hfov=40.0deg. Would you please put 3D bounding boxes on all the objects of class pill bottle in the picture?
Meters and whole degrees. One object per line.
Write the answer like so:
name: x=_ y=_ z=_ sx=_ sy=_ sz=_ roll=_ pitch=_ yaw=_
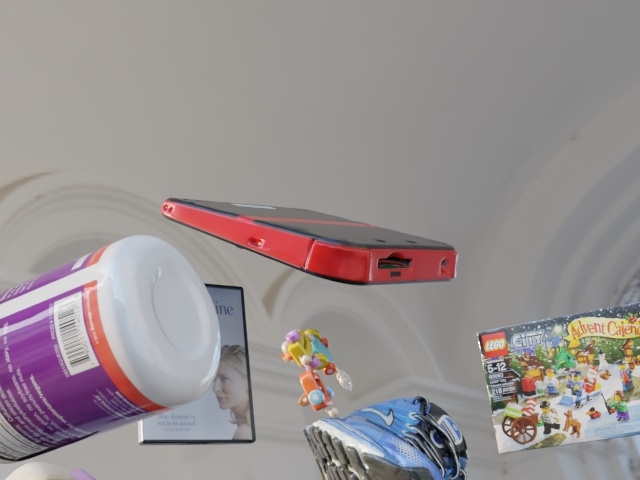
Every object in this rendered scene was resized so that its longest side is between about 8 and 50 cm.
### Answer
pill bottle: x=-0.280 y=0.126 z=0.934 sx=0.323 sy=0.181 sz=0.181 roll=-21 pitch=-28 yaw=20

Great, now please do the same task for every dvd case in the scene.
dvd case: x=-0.190 y=0.182 z=1.330 sx=0.181 sy=0.252 sz=0.022 roll=7 pitch=-27 yaw=-30

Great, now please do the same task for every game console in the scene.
game console: x=0.000 y=0.000 z=1.351 sx=0.342 sy=0.060 sz=0.387 roll=14 pitch=6 yaw=32

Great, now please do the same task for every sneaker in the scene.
sneaker: x=0.073 y=0.205 z=0.859 sx=0.147 sy=0.129 sz=0.330 roll=-23 pitch=-2 yaw=-8

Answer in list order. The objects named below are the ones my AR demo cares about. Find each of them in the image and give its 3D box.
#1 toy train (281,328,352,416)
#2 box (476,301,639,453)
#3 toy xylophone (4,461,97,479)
toy train: x=-0.011 y=0.180 z=1.185 sx=0.046 sy=0.125 sz=0.166 roll=-31 pitch=-8 yaw=11
box: x=0.328 y=0.174 z=1.113 sx=0.233 sy=0.159 sz=0.044 roll=-14 pitch=-14 yaw=19
toy xylophone: x=-0.378 y=0.376 z=0.973 sx=0.323 sy=0.081 sz=0.236 roll=-44 pitch=16 yaw=-14
